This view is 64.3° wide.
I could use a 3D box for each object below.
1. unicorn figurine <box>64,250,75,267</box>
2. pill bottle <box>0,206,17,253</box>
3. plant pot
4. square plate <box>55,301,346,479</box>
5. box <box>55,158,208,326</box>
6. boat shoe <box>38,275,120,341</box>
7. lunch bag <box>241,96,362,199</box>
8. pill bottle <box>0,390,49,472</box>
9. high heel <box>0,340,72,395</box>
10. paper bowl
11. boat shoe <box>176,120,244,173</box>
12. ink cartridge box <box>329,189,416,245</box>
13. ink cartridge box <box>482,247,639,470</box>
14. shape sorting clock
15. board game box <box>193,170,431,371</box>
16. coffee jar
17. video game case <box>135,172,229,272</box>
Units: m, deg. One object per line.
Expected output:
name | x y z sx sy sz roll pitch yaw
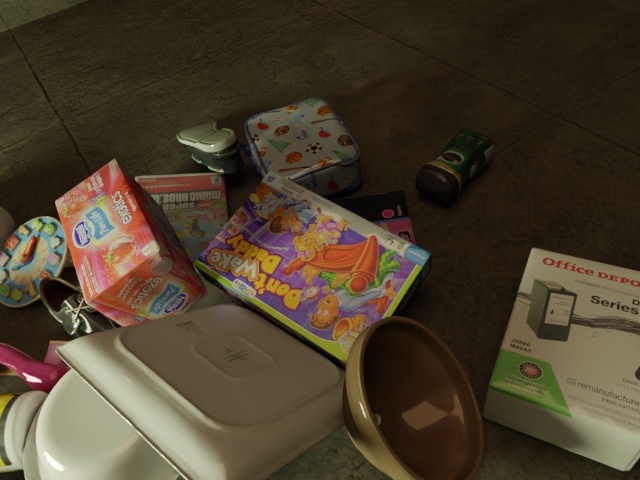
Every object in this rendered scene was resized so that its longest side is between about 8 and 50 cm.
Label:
unicorn figurine | -0.540 0.032 1.118 0.162 0.060 0.111 -17 54 16
pill bottle | -0.857 -0.018 1.151 0.283 0.161 0.161 7 49 17
plant pot | 0.109 0.235 0.716 0.110 0.237 0.237 -39 31 38
square plate | -0.133 0.187 0.748 0.344 0.049 0.347 27 18 30
box | -0.345 0.010 0.918 0.142 0.154 0.300 -37 50 -4
boat shoe | -0.464 0.144 0.978 0.233 0.079 0.084 30 59 31
lunch bag | -0.052 -0.210 1.202 0.243 0.115 0.303 -21 48 -5
pill bottle | -0.543 0.310 0.808 0.208 0.119 0.119 -8 46 3
high heel | -0.550 0.248 0.909 0.244 0.082 0.117 -3 56 3
paper bowl | -0.300 0.278 0.770 0.284 0.148 0.284 -5 48 6
boat shoe | -0.279 -0.233 1.279 0.114 0.091 0.302 -28 30 -14
ink cartridge box | 0.000 0.000 1.029 0.371 0.069 0.175 -9 47 6
ink cartridge box | 0.380 0.160 0.760 0.198 0.114 0.273 15 52 24
shape sorting clock | -0.625 0.043 1.092 0.206 0.040 0.206 -11 63 23
board game box | -0.015 0.049 0.902 0.347 0.078 0.233 29 71 21
coffee jar | 0.290 -0.158 1.102 0.096 0.079 0.184 32 59 31
video game case | -0.304 -0.045 1.113 0.204 0.025 0.285 -4 49 -12
